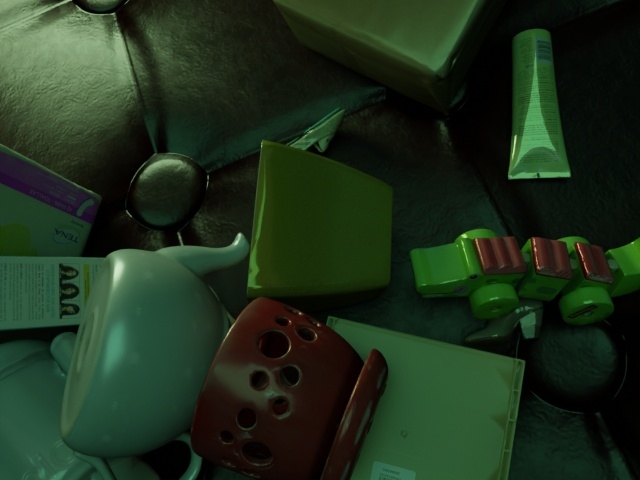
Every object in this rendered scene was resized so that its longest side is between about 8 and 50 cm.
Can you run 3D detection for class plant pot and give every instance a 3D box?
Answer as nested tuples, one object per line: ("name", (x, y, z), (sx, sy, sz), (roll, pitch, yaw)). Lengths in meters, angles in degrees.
("plant pot", (0.000, 0.000, 0.780), (0.187, 0.212, 0.213), (4, 74, -4))
("plant pot", (-0.027, 0.182, 0.603), (0.174, 0.191, 0.191), (22, 79, 12))

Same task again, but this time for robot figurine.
("robot figurine", (-0.392, 0.279, 0.757), (0.353, 0.199, 0.300), (35, 96, 17))

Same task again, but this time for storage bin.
("storage bin", (0.114, 0.256, 0.720), (0.262, 0.123, 0.261), (11, 77, 12))

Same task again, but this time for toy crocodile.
("toy crocodile", (0.292, 0.039, 0.730), (0.340, 0.105, 0.115), (3, 54, -3))

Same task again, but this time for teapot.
("teapot", (-0.189, 0.144, 0.645), (0.256, 0.186, 0.253), (-54, 33, 32))

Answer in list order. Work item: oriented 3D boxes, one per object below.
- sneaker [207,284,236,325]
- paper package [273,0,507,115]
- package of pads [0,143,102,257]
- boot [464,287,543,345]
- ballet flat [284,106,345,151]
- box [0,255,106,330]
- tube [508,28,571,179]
("sneaker", (-0.188, 0.113, 0.827), (0.212, 0.094, 0.080), (34, 83, 17))
("paper package", (0.134, -0.423, 0.864), (0.324, 0.168, 0.310), (30, 93, 17))
("package of pads", (-0.492, -0.016, 0.809), (0.101, 0.296, 0.230), (9, 77, 25))
("boot", (0.266, 0.106, 0.784), (0.118, 0.042, 0.087), (-6, 67, 7))
("ballet flat", (-0.020, -0.160, 0.907), (0.168, 0.057, 0.052), (-33, 99, 3))
("box", (-0.375, 0.077, 0.790), (0.060, 0.244, 0.101), (-11, 80, 41))
("tube", (0.341, -0.214, 0.855), (0.070, 0.062, 0.241), (-14, 72, 52))
